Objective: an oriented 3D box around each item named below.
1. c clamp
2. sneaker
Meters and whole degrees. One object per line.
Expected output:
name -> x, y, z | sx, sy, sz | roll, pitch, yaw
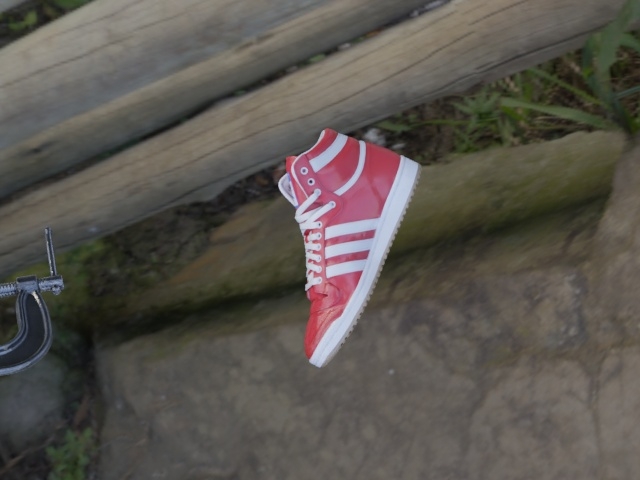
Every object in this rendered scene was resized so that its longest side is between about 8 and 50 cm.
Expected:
c clamp -> -0.270, 0.057, 0.875 | 0.022, 0.160, 0.137 | 97, 153, -45
sneaker -> 0.000, 0.000, 0.579 | 0.067, 0.042, 0.118 | 26, 73, -8
